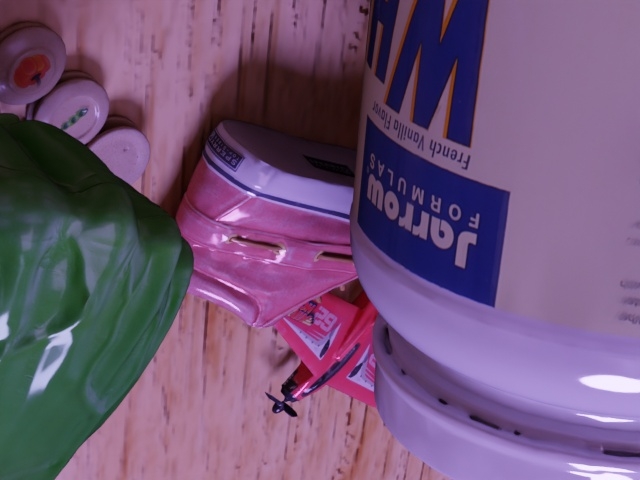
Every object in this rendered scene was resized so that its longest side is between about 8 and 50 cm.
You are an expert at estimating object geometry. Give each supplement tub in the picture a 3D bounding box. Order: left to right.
[{"bbox_3d":[0.135,-0.071,0.785,0.235,0.235,0.325,-12,117,-35],"label":"supplement tub"}]

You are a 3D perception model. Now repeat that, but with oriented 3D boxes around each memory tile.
[{"bbox_3d":[-0.148,-0.018,0.802,0.148,0.012,0.113,-42,142,-4],"label":"memory tile"}]

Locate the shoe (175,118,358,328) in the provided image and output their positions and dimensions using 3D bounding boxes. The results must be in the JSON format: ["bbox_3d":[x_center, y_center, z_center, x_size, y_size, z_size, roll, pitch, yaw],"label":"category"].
[{"bbox_3d":[0.000,0.000,0.918,0.178,0.063,0.081,14,115,-42],"label":"shoe"}]

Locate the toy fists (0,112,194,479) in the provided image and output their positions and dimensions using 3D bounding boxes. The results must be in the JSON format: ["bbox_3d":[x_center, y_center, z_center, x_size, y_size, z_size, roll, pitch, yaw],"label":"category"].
[{"bbox_3d":[-0.167,0.007,0.657,0.279,0.096,0.142,16,121,-43],"label":"toy fists"}]

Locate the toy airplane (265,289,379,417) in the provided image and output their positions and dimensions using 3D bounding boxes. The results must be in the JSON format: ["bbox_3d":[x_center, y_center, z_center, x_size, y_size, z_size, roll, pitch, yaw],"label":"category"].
[{"bbox_3d":[0.025,0.035,0.995,0.151,0.028,0.151,-23,136,-25],"label":"toy airplane"}]
